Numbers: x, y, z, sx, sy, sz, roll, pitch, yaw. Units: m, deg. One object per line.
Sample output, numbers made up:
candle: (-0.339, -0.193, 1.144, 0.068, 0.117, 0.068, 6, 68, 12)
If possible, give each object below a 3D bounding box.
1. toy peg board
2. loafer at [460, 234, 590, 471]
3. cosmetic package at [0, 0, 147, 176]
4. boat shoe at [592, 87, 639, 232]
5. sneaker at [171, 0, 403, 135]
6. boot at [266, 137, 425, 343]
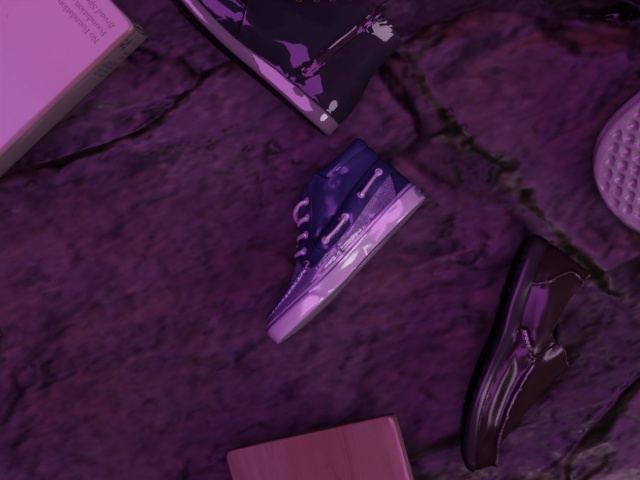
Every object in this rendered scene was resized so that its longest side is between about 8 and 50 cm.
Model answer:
toy peg board: (0.020, 0.244, 1.636, 0.160, 0.079, 0.161, -15, 91, 17)
loafer: (0.184, 0.108, 1.614, 0.078, 0.080, 0.220, 19, 92, 1)
cosmetic package: (-0.320, -0.136, 1.600, 0.309, 0.113, 0.160, -44, 91, 1)
boat shoe: (0.475, -0.143, 1.568, 0.500, 0.156, 0.187, -27, 94, 14)
sneaker: (-0.040, -0.207, 1.614, 0.222, 0.083, 0.118, 41, 88, -10)
boot: (0.000, 0.000, 1.627, 0.086, 0.069, 0.190, 43, 84, 6)
